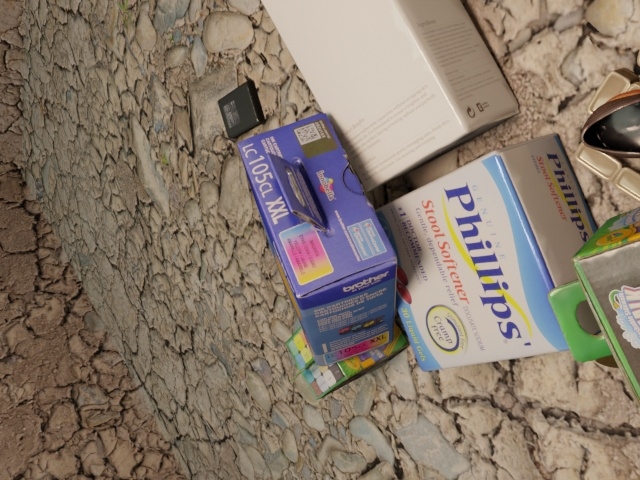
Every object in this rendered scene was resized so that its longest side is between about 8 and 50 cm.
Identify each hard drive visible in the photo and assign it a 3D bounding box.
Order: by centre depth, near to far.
[{"bbox_3d":[-0.177,-0.288,1.427,0.135,0.022,0.094,-13,94,53],"label":"hard drive"}]

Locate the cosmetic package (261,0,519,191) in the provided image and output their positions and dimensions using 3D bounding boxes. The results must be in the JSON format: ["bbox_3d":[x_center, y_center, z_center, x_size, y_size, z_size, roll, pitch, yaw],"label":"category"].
[{"bbox_3d":[0.084,-0.293,0.933,0.217,0.156,0.384,-27,89,49],"label":"cosmetic package"}]

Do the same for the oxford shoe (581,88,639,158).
[{"bbox_3d":[0.404,-0.123,0.649,0.271,0.098,0.096,-7,102,46],"label":"oxford shoe"}]

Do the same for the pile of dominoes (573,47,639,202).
[{"bbox_3d":[0.432,-0.117,0.728,0.251,0.040,0.195,41,131,23],"label":"pile of dominoes"}]

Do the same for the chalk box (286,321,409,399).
[{"bbox_3d":[0.030,0.201,1.206,0.132,0.213,0.132,60,142,16],"label":"chalk box"}]

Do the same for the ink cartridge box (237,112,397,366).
[{"bbox_3d":[0.000,0.000,0.986,0.395,0.151,0.269,83,165,-62],"label":"ink cartridge box"}]

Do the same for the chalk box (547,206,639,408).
[{"bbox_3d":[0.387,0.047,0.657,0.289,0.179,0.180,-24,90,39],"label":"chalk box"}]

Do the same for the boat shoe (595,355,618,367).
[{"bbox_3d":[0.415,0.119,0.826,0.056,0.048,0.153,22,141,-9],"label":"boat shoe"}]

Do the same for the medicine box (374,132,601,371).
[{"bbox_3d":[0.237,0.029,0.925,0.289,0.149,0.263,-27,83,54],"label":"medicine box"}]
